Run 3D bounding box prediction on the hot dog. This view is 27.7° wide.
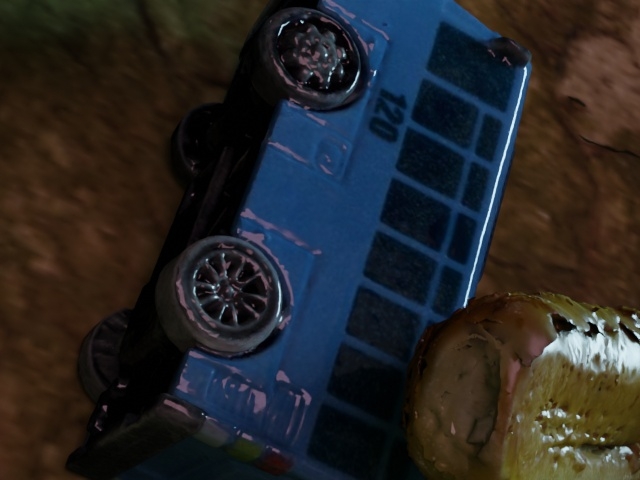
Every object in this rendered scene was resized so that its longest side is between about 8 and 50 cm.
[{"bbox_3d":[0.108,0.063,0.519,0.289,0.068,0.083,16,98,-61],"label":"hot dog"}]

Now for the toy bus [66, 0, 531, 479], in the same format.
[{"bbox_3d":[0.000,0.000,0.534,0.134,0.116,0.234,28,60,-15],"label":"toy bus"}]
